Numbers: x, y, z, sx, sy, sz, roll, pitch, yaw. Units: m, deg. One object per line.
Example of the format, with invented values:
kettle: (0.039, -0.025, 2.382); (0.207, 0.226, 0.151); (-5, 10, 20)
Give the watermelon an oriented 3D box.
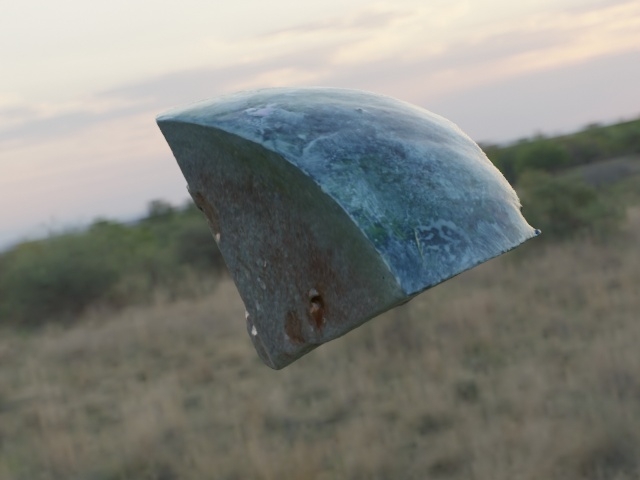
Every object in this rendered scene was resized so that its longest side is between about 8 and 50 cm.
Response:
watermelon: (0.000, 0.000, 1.409); (0.228, 0.258, 0.387); (-7, 28, -39)
